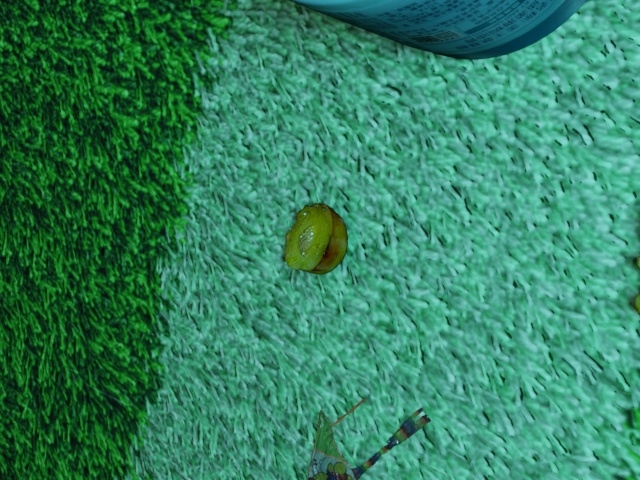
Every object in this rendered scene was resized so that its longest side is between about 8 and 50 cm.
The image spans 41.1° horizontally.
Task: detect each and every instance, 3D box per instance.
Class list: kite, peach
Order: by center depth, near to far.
[{"bbox_3d":[0.000,0.001,1.118,0.098,0.061,0.098,-22,59,42],"label":"peach"},{"bbox_3d":[0.058,0.300,1.124,0.244,0.006,0.198,-42,70,27],"label":"kite"}]

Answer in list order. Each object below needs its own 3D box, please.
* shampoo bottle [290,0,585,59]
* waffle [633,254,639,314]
[{"bbox_3d":[0.102,-0.370,0.868,0.331,0.343,0.330,2,94,33],"label":"shampoo bottle"},{"bbox_3d":[0.456,0.062,0.822,0.283,0.065,0.309,-18,85,32],"label":"waffle"}]
